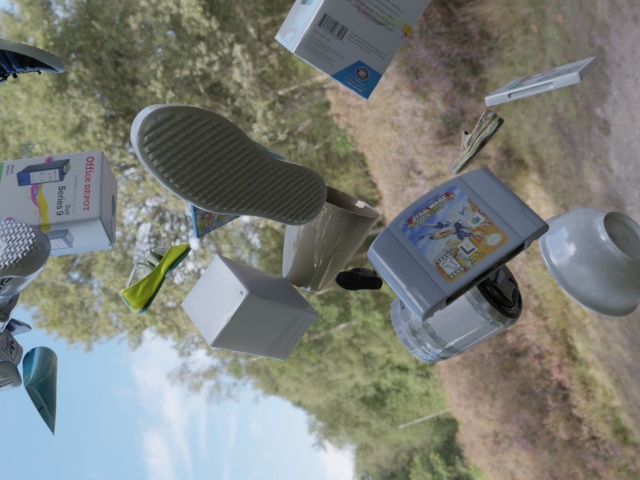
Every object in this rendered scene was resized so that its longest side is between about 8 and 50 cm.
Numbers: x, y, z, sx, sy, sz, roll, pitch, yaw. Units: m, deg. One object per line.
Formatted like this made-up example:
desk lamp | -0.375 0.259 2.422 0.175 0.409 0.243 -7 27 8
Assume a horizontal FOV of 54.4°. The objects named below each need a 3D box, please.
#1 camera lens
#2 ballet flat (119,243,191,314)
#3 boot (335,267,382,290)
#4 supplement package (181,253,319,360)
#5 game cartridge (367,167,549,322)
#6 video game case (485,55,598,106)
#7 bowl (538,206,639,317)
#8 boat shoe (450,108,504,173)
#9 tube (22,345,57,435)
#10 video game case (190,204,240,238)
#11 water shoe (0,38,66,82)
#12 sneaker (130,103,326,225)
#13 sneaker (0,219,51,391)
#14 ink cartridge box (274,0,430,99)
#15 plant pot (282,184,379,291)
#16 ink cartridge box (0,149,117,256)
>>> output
camera lens | 0.339 0.159 1.543 0.219 0.274 0.219 29 -140 -27
ballet flat | -0.361 0.062 1.360 0.077 0.077 0.231 39 -140 -11
boot | 0.084 0.087 1.474 0.099 0.121 0.045 -140 57 -73
supplement package | -0.183 0.184 1.660 0.293 0.177 0.175 26 -166 -51
game cartridge | 0.246 -0.005 1.170 0.198 0.297 0.062 52 173 25
video game case | 0.354 -0.254 0.990 0.157 0.143 0.019 -36 -69 -51
bowl | 0.686 0.024 1.488 0.134 0.298 0.297 -55 44 47
boat shoe | 0.405 -0.267 1.669 0.072 0.190 0.068 42 -160 11
tube | -0.411 0.211 0.915 0.080 0.052 0.207 64 162 -19
video game case | -0.219 -0.081 1.429 0.015 0.166 0.119 45 151 28
water shoe | -0.535 -0.295 1.039 0.073 0.203 0.080 -148 70 -67
sneaker | -0.156 -0.110 0.959 0.150 0.135 0.366 22 178 40
sneaker | -0.505 0.113 0.957 0.210 0.366 0.137 46 -157 -44
ink cartridge box | 0.069 -0.480 1.314 0.198 0.270 0.197 27 -164 -26
plant pot | 0.000 0.000 1.793 0.256 0.257 0.273 -100 31 -72
ink cartridge box | -0.456 -0.057 1.033 0.093 0.213 0.154 93 168 -55
